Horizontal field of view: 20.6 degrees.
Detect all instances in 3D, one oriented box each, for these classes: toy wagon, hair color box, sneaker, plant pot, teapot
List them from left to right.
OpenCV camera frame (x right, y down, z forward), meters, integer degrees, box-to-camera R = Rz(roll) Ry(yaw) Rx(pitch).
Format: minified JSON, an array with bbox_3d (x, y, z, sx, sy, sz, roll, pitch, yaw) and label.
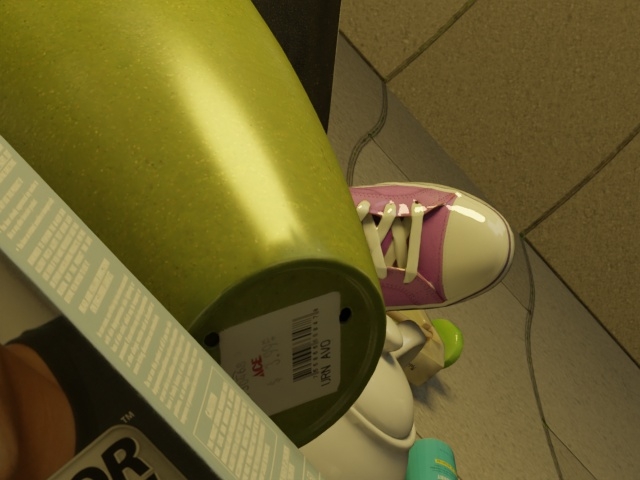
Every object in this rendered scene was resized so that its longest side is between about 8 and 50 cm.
[{"bbox_3d":[-0.175,0.074,0.838,0.374,0.185,0.113,48,14,-11],"label":"hair color box"},{"bbox_3d":[-0.092,-0.011,1.030,0.275,0.275,0.293,37,6,-44],"label":"plant pot"},{"bbox_3d":[-0.107,-0.205,1.779,0.167,0.187,0.188,9,-4,-42],"label":"plant pot"},{"bbox_3d":[-0.018,0.116,1.252,0.252,0.187,0.256,43,14,-32],"label":"teapot"},{"bbox_3d":[0.000,0.001,1.306,0.161,0.282,0.102,4,90,-81],"label":"sneaker"},{"bbox_3d":[0.026,0.010,1.962,0.267,0.068,0.344,35,19,-50],"label":"toy wagon"}]

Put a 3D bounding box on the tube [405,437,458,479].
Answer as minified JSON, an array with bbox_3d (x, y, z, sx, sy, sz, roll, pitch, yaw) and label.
[{"bbox_3d":[0.106,0.262,1.588,0.080,0.052,0.207,37,23,-23],"label":"tube"}]
